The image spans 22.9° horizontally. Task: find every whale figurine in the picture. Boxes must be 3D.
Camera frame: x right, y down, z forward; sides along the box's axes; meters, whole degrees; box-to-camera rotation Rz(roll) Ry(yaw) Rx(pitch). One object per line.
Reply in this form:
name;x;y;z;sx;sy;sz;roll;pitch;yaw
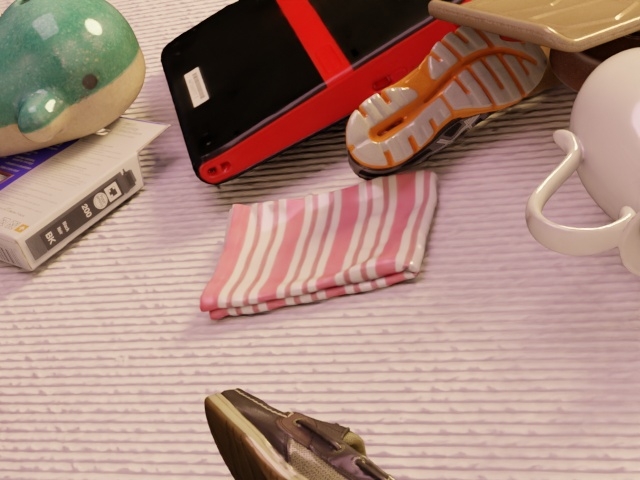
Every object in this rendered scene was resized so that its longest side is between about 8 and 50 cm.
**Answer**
whale figurine;-0.318;-0.165;1.617;0.272;0.141;0.216;-26;29;-9

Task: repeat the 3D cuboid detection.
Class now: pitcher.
pitcher;0.228;-0.055;1.156;0.177;0.125;0.207;3;37;-6

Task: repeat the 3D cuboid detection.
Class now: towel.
towel;0.000;0.000;1.339;0.197;0.029;0.144;-12;33;19

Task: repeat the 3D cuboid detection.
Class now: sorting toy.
sorting toy;0.255;-0.186;1.290;0.229;0.041;0.307;-17;21;-20

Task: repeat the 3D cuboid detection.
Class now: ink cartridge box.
ink cartridge box;-0.279;-0.059;1.603;0.206;0.045;0.208;14;45;46

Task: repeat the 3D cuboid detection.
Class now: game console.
game console;0.004;-0.208;1.608;0.342;0.060;0.386;-32;25;4

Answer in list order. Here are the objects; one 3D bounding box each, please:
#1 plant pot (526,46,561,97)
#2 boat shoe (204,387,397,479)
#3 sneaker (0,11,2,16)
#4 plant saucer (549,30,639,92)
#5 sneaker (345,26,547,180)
plant pot;0.179;-0.204;1.532;0.236;0.032;0.236;-18;30;11
boat shoe;0.001;0.158;1.051;0.073;0.080;0.223;-30;36;-20
sneaker;-0.538;-0.264;2.048;0.281;0.106;0.162;15;51;46
plant saucer;0.285;-0.181;1.395;0.168;0.029;0.168;-9;38;7
sneaker;0.107;-0.123;1.407;0.215;0.084;0.083;-29;-14;-17
